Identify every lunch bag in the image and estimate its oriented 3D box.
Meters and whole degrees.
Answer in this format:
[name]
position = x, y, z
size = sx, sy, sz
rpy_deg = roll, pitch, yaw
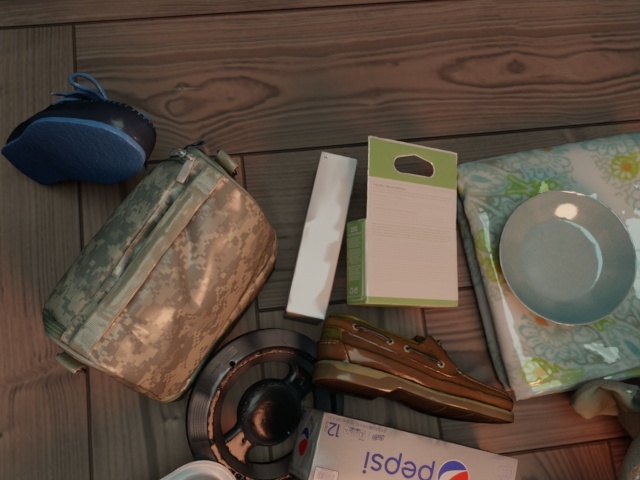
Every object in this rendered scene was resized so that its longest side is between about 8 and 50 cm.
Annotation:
[lunch bag]
position = -0.200, 0.044, 0.847
size = 0.213, 0.256, 0.305
rpy_deg = 34, 76, 4

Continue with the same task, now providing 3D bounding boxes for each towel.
[towel]
position = 0.390, 0.032, 0.982
size = 0.321, 0.090, 0.374
rpy_deg = -10, 78, -7

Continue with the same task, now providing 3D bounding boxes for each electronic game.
[electronic game]
position = -0.071, 0.234, 0.885
size = 0.229, 0.048, 0.229
rpy_deg = -1, 92, -27

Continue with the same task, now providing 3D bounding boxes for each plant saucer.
[plant saucer]
position = 0.345, 0.026, 0.921
size = 0.195, 0.037, 0.194
rpy_deg = 0, 76, -2

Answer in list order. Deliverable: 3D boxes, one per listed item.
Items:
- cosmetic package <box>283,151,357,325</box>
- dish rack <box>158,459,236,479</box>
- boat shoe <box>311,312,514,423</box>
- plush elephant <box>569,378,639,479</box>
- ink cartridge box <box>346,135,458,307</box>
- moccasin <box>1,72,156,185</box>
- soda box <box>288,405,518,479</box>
[cosmetic package]
position = 0.000, 0.000, 0.954
size = 0.061, 0.099, 0.239
rpy_deg = 12, 77, -1
[dish rack]
position = -0.203, 0.466, 0.787
size = 0.333, 0.072, 0.285
rpy_deg = -29, 104, -13
[boat shoe]
position = 0.142, 0.179, 0.899
size = 0.307, 0.111, 0.104
rpy_deg = 20, 64, -19
[plush elephant]
position = 0.487, 0.274, 0.849
size = 0.272, 0.255, 0.329
rpy_deg = 3, 76, -1
[ink cartridge box]
position = 0.122, -0.020, 0.946
size = 0.171, 0.056, 0.235
rpy_deg = 5, 80, -31
[moccasin]
position = -0.326, -0.155, 0.866
size = 0.342, 0.137, 0.116
rpy_deg = 5, 56, 42
[soda box]
position = 0.110, 0.299, 0.863
size = 0.286, 0.098, 0.091
rpy_deg = 18, 76, -15
